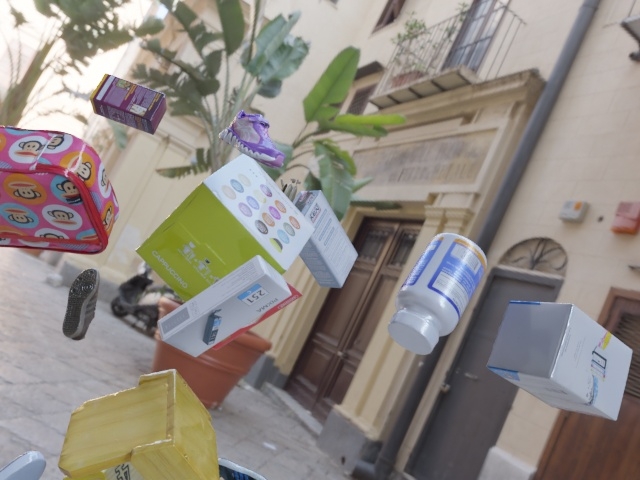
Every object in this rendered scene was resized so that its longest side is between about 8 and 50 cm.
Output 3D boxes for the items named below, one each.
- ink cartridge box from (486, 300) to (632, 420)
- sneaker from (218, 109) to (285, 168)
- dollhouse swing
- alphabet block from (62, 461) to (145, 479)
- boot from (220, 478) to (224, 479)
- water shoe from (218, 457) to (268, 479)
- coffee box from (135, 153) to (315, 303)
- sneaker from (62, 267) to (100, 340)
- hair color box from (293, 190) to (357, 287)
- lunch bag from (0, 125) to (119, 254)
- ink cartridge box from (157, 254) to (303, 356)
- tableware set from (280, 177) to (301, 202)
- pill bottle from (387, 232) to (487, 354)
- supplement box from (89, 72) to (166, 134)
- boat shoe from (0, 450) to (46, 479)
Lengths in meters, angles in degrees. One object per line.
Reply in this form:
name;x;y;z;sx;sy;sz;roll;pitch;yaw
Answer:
ink cartridge box;0.524;0.259;1.218;0.232;0.168;0.171;33;-19;-24
sneaker;-0.159;-0.256;1.374;0.095;0.105;0.236;26;8;-47
dollhouse swing;-0.502;0.591;1.586;0.315;0.304;0.347;62;-3;-25
alphabet block;-0.799;0.900;2.087;0.192;0.194;0.197;-18;8;18
boot;-0.455;0.878;2.058;0.295;0.211;0.104;-4;18;-37
water shoe;-0.253;0.770;1.786;0.203;0.080;0.073;18;-26;15
coffee box;-0.277;-0.002;1.704;0.338;0.338;0.334;48;26;-7
sneaker;-0.615;0.167;1.448;0.066;0.189;0.071;9;-24;7
hair color box;0.000;0.000;2.221;0.113;0.185;0.374;1;-43;36
lunch bag;-0.511;-0.071;0.969;0.293;0.120;0.258;5;-37;1
ink cartridge box;-0.205;0.188;1.387;0.261;0.296;0.066;48;11;-54
tableware set;-0.123;-0.165;1.981;0.039;0.128;0.194;22;4;6
pill bottle;0.267;0.125;1.299;0.152;0.272;0.152;28;-30;18
supplement box;-0.562;-0.401;1.643;0.188;0.104;0.081;20;-25;-2
boat shoe;-0.909;0.671;1.474;0.156;0.367;0.136;39;-12;28
